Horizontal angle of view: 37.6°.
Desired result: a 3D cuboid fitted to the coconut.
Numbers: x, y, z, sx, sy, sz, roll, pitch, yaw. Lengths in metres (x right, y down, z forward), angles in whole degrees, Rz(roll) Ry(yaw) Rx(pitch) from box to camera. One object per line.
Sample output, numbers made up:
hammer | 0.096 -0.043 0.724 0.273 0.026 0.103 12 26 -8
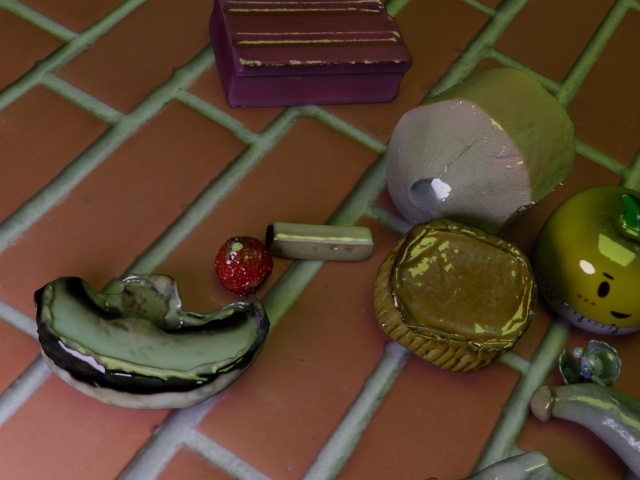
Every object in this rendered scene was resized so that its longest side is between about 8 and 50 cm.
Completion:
coconut | 0.270 -0.134 1.657 0.297 0.297 0.309 41 51 17

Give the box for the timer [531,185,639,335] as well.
timer | 0.519 0.005 1.622 0.285 0.285 0.285 7 52 -9

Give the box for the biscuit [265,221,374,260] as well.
biscuit | 0.000 0.000 1.626 0.188 0.056 0.052 3 52 -14

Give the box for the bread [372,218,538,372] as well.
bread | 0.218 0.087 1.535 0.253 0.142 0.227 24 66 -8

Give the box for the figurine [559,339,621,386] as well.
figurine | 0.445 0.215 1.560 0.086 0.082 0.094 -3 65 -46

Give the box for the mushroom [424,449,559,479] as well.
mushroom | 0.242 0.370 1.384 0.223 0.092 0.081 -10 73 -12

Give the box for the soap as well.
soap | -0.024 -0.393 1.878 0.360 0.128 0.233 -4 56 -17

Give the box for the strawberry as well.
strawberry | -0.126 0.034 1.542 0.106 0.106 0.106 7 52 -9

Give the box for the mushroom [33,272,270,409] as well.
mushroom | -0.255 0.150 1.408 0.344 0.130 0.247 3 36 -14

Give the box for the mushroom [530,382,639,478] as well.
mushroom | 0.471 0.296 1.497 0.270 0.103 0.118 31 65 18
